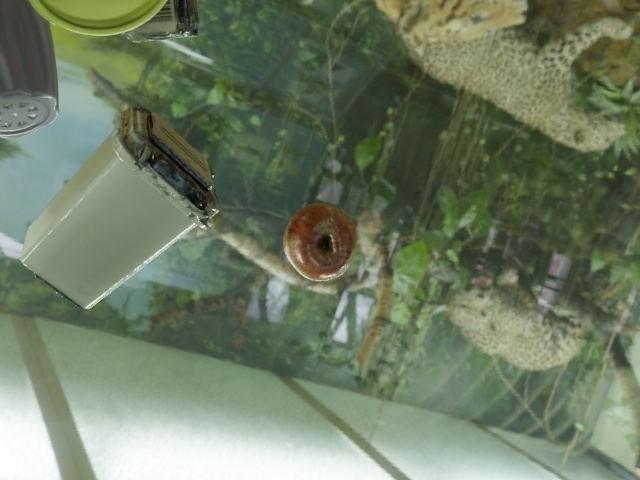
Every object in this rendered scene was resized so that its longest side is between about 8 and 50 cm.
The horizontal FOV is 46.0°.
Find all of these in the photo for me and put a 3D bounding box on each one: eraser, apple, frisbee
[{"bbox_3d":[-0.350,-0.584,1.573,0.155,0.332,0.101,-4,-172,8],"label":"eraser"},{"bbox_3d":[0.000,0.000,1.440,0.146,0.146,0.131,19,-175,-17],"label":"apple"},{"bbox_3d":[-0.322,-0.405,1.108,0.236,0.236,0.017,17,-146,-46],"label":"frisbee"}]

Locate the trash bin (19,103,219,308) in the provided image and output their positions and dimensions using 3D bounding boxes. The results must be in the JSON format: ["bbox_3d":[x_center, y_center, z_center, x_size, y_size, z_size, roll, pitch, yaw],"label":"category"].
[{"bbox_3d":[-0.399,-0.052,1.490,0.256,0.368,0.296,44,-171,-30],"label":"trash bin"}]

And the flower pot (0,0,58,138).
[{"bbox_3d":[-0.660,-0.357,1.568,0.243,0.265,0.265,65,-163,14],"label":"flower pot"}]
